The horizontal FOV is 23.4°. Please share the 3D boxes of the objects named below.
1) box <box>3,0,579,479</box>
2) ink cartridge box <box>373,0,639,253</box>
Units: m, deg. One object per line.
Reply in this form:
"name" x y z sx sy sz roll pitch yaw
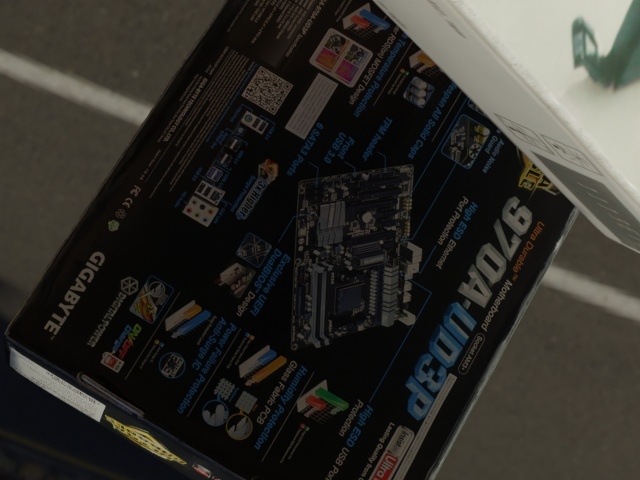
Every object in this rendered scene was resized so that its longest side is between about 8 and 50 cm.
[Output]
"box" 0.000 0.000 0.646 0.175 0.220 0.051 31 161 -1
"ink cartridge box" 0.107 -0.145 0.428 0.060 0.239 0.275 32 176 43
